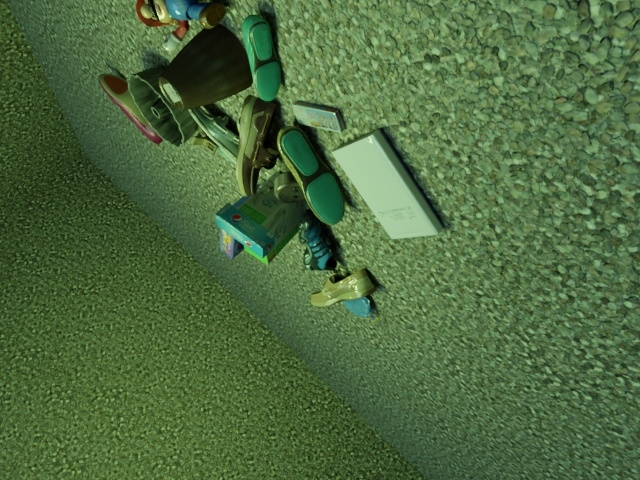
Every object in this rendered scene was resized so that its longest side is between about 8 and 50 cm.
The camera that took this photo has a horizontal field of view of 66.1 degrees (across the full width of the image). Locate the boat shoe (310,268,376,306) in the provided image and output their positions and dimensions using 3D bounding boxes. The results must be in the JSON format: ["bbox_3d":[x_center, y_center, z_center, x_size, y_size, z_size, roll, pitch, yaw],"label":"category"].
[{"bbox_3d":[0.074,0.182,1.937,0.341,0.122,0.110,-20,92,46],"label":"boat shoe"}]

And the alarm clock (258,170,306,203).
[{"bbox_3d":[-0.111,-0.174,1.652,0.129,0.192,0.064,98,170,-62],"label":"alarm clock"}]

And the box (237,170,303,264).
[{"bbox_3d":[-0.182,-0.081,1.824,0.127,0.231,0.262,32,152,20],"label":"box"}]

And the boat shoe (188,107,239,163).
[{"bbox_3d":[-0.358,-0.401,1.810,0.319,0.099,0.116,47,-176,9],"label":"boat shoe"}]

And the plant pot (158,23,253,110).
[{"bbox_3d":[-0.359,-0.496,1.472,0.215,0.230,0.215,37,154,21],"label":"plant pot"}]

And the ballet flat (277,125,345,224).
[{"bbox_3d":[-0.030,-0.208,1.546,0.123,0.123,0.348,10,138,54],"label":"ballet flat"}]

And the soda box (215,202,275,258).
[{"bbox_3d":[-0.252,-0.034,1.649,0.210,0.067,0.071,35,151,15],"label":"soda box"}]

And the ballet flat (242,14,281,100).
[{"bbox_3d":[-0.160,-0.502,1.342,0.247,0.083,0.087,85,160,-55],"label":"ballet flat"}]

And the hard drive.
[{"bbox_3d":[0.181,-0.144,1.359,0.318,0.040,0.210,53,155,-15],"label":"hard drive"}]

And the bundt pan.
[{"bbox_3d":[-0.609,-0.538,1.956,0.331,0.124,0.330,37,154,22],"label":"bundt pan"}]

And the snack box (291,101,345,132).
[{"bbox_3d":[-0.008,-0.347,1.379,0.178,0.022,0.064,24,147,41],"label":"snack box"}]

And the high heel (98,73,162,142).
[{"bbox_3d":[-0.885,-0.605,2.292,0.377,0.127,0.181,43,146,0],"label":"high heel"}]

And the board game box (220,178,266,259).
[{"bbox_3d":[-0.303,-0.079,2.030,0.078,0.233,0.347,43,156,7],"label":"board game box"}]

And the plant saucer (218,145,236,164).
[{"bbox_3d":[-0.352,-0.325,1.913,0.119,0.021,0.119,34,-173,-4],"label":"plant saucer"}]

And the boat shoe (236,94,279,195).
[{"bbox_3d":[-0.194,-0.289,1.581,0.123,0.123,0.341,11,120,2],"label":"boat shoe"}]

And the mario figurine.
[{"bbox_3d":[-0.423,-0.655,1.385,0.321,0.198,0.170,15,-176,39],"label":"mario figurine"}]

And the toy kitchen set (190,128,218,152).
[{"bbox_3d":[-0.466,-0.406,2.002,0.075,0.083,0.068,39,114,17],"label":"toy kitchen set"}]

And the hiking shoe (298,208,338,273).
[{"bbox_3d":[0.000,0.000,1.848,0.132,0.113,0.304,9,141,14],"label":"hiking shoe"}]

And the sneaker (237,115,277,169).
[{"bbox_3d":[-0.220,-0.340,1.693,0.208,0.081,0.094,62,164,-23],"label":"sneaker"}]

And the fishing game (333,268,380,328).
[{"bbox_3d":[0.143,0.235,2.025,0.264,0.041,0.189,47,149,13],"label":"fishing game"}]
